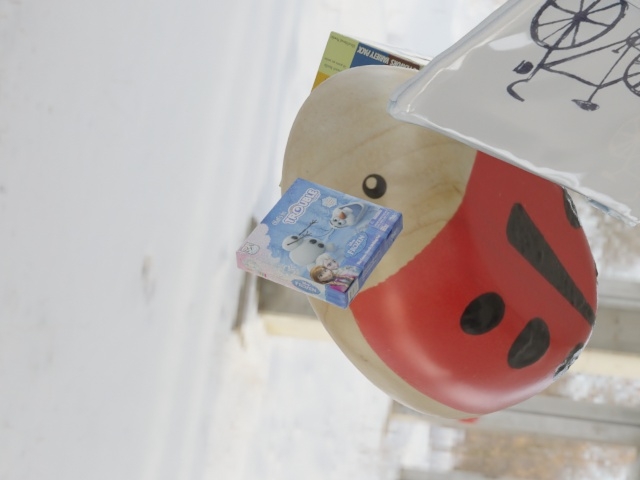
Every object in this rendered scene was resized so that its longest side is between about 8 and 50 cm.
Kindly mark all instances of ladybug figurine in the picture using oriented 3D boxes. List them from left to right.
[{"bbox_3d":[0.140,0.009,1.228,0.449,0.162,0.305,40,60,-43],"label":"ladybug figurine"}]

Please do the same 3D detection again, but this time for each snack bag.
[{"bbox_3d":[0.251,-0.123,0.813,0.323,0.342,0.037,17,49,-45],"label":"snack bag"}]

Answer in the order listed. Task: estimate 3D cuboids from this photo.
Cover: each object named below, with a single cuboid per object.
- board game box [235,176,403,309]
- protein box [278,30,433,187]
[{"bbox_3d":[0.000,0.000,0.922,0.090,0.090,0.020,-53,152,-37],"label":"board game box"},{"bbox_3d":[0.083,-0.133,1.586,0.199,0.136,0.201,-1,113,-57],"label":"protein box"}]
